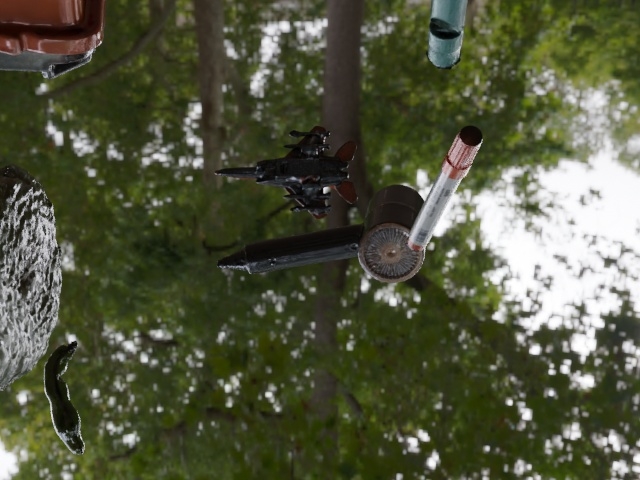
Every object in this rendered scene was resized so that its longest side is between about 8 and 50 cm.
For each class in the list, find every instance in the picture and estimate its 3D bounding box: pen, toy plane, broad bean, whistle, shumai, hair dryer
[{"bbox_3d":[0.129,-0.049,1.008,0.028,0.239,0.028,4,-117,-7],"label":"pen"},{"bbox_3d":[-0.045,-0.093,1.254,0.189,0.130,0.061,1,171,-11],"label":"toy plane"},{"bbox_3d":[-0.441,0.271,1.607,0.061,0.195,0.046,-6,172,7],"label":"broad bean"},{"bbox_3d":[0.126,-0.239,0.908,0.039,0.186,0.039,-1,-118,2],"label":"whistle"},{"bbox_3d":[-0.514,0.042,1.261,0.263,0.309,0.304,6,-178,8],"label":"shumai"},{"bbox_3d":[0.000,0.000,1.541,0.352,0.107,0.189,-8,-158,13],"label":"hair dryer"}]

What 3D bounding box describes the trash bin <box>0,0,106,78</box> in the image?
[{"bbox_3d":[-0.229,-0.233,0.575,0.184,0.238,0.161,0,-137,-10],"label":"trash bin"}]
